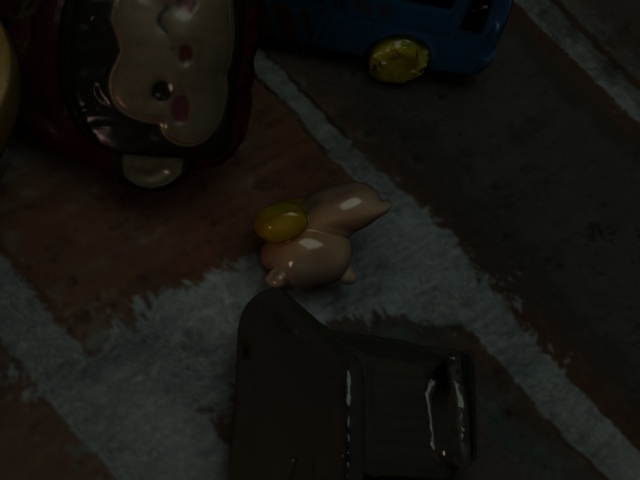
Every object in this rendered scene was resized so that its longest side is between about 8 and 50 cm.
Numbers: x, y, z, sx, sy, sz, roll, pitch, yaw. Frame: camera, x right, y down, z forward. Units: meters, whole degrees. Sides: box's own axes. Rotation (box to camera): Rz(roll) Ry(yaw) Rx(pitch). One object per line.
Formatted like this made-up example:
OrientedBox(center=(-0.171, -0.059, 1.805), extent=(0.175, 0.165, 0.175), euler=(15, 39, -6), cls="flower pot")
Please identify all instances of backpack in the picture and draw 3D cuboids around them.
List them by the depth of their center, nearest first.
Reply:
OrientedBox(center=(-0.157, -0.158, 0.933), extent=(0.229, 0.139, 0.229), euler=(0, 99, -1), cls="backpack")

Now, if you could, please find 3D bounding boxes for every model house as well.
OrientedBox(center=(0.040, 0.150, 0.839), extent=(0.188, 0.122, 0.229), euler=(10, 69, -29), cls="model house")

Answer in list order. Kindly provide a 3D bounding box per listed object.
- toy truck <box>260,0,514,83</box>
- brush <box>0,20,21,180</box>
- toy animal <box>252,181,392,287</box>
OrientedBox(center=(-0.004, -0.263, 1.059), extent=(0.385, 0.162, 0.161), euler=(10, 55, -15), cls="toy truck")
OrientedBox(center=(-0.314, -0.050, 0.803), extent=(0.174, 0.166, 0.266), euler=(19, 54, -10), cls="brush")
OrientedBox(center=(0.000, 0.000, 0.950), extent=(0.114, 0.091, 0.082), euler=(-18, 94, -16), cls="toy animal")
